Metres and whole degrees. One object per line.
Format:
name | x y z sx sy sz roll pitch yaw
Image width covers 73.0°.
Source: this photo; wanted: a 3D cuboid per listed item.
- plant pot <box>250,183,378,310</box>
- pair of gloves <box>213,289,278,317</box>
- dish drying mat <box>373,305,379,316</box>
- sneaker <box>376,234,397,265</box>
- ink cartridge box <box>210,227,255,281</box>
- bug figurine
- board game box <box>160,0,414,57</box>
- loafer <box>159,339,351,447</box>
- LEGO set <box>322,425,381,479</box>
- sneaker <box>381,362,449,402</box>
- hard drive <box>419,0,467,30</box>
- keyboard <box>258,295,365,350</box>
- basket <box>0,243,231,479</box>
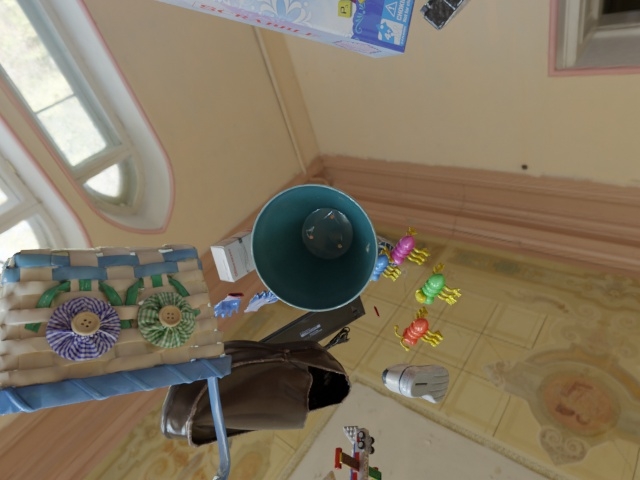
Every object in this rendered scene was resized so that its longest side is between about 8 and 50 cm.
plant pot | 0.000 0.000 1.054 0.290 0.290 0.195 -10 -170 13
pair of gloves | -0.222 0.190 1.292 0.198 0.159 0.023 0 -120 -33
dish drying mat | 0.156 0.198 1.197 0.008 0.083 0.032 -23 -105 2
sneaker | 0.176 0.020 1.155 0.058 0.052 0.135 1 -149 -42
ink cartridge box | -0.212 0.035 1.140 0.056 0.099 0.135 3 -157 38
bug figurine | 0.198 0.101 1.002 0.072 0.216 0.279 -4 -132 -30
board game box | -0.048 -0.341 0.328 0.317 0.319 0.066 2 -163 -23
loafer | -0.073 0.233 0.689 0.130 0.134 0.365 16 -171 38
LEGO set | 0.050 0.387 0.611 0.060 0.183 0.244 -22 174 29
sneaker | 0.241 0.339 1.068 0.091 0.258 0.094 12 -102 40
hard drive | 0.331 -0.559 0.784 0.339 0.064 0.237 -46 -174 39
keyboard | -0.021 0.252 1.152 0.317 0.202 0.033 -28 -136 -8
basket | -0.226 0.152 0.449 0.254 0.289 0.201 -2 175 -40
